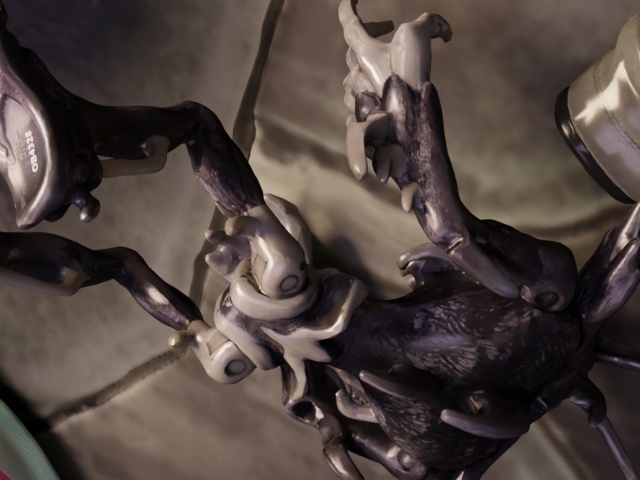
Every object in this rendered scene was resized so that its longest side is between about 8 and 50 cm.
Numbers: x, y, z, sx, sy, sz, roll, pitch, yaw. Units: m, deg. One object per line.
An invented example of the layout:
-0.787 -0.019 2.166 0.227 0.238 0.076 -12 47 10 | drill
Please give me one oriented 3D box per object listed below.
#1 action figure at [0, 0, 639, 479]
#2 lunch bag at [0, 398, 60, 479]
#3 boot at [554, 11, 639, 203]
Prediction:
0.000 0.000 0.599 0.276 0.141 0.164 18 131 -23 | action figure
-0.239 0.127 0.716 0.262 0.223 0.160 46 126 1 | lunch bag
0.204 -0.030 0.545 0.246 0.083 0.161 35 127 16 | boot
